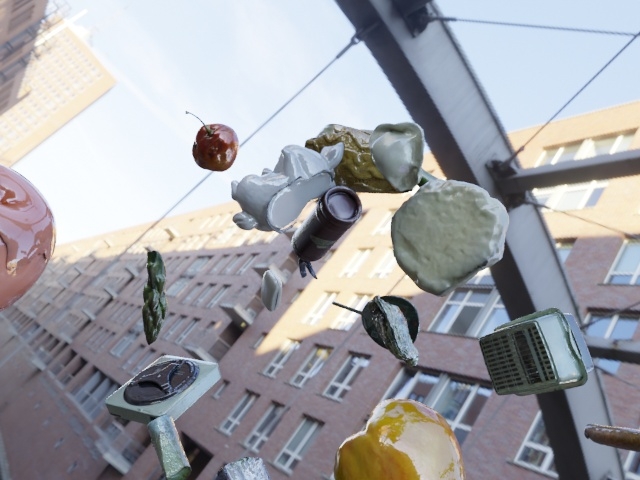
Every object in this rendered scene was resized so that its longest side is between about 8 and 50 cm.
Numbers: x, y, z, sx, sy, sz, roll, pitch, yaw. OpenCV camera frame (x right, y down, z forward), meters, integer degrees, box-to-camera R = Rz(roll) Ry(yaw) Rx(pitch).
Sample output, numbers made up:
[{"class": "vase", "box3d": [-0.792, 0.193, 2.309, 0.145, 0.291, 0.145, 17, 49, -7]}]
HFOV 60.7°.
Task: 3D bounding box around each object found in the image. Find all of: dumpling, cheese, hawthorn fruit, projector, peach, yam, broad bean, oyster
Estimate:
[{"class": "dumpling", "box3d": [0.183, -0.214, 1.266, 0.100, 0.169, 0.134, 21, -50, -30]}, {"class": "cheese", "box3d": [0.343, -0.008, 1.485, 0.318, 0.326, 0.115, 2, -10, 25]}, {"class": "hawthorn fruit", "box3d": [-0.354, -0.340, 1.757, 0.165, 0.165, 0.285, 30, -22, 20]}, {"class": "projector", "box3d": [-0.476, 0.443, 1.660, 0.257, 0.259, 0.079, 0, -67, 33]}, {"class": "peach", "box3d": [0.191, 0.522, 1.194, 0.308, 0.289, 0.289, 44, -23, 16]}, {"class": "yam", "box3d": [-0.375, 0.512, 1.348, 0.169, 0.068, 0.068, 49, -13, 42]}, {"class": "yam", "box3d": [0.648, 0.408, 1.110, 0.046, 0.046, 0.264, 43, -21, -7]}, {"class": "broad bean", "box3d": [0.432, -0.203, 2.006, 0.318, 0.098, 0.056, 17, 7, -8]}, {"class": "oyster", "box3d": [0.145, 0.179, 1.090, 0.177, 0.064, 0.125, 62, 6, -52]}]

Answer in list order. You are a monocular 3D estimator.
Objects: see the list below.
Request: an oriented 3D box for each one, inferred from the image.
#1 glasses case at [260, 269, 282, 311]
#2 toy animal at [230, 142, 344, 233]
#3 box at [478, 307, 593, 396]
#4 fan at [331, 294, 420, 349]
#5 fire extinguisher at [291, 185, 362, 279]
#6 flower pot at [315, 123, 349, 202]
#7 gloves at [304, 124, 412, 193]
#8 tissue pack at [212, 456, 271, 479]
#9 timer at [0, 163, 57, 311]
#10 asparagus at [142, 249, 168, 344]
[{"class": "glasses case", "box3d": [-0.174, 0.179, 1.935, 0.081, 0.051, 0.204, 55, -29, 25]}, {"class": "toy animal", "box3d": [-0.062, -0.131, 1.320, 0.154, 0.325, 0.208, 36, -52, 39]}, {"class": "box", "box3d": [0.612, 0.326, 1.567, 0.290, 0.166, 0.220, -40, -119, 57]}, {"class": "fan", "box3d": [0.201, 0.286, 1.850, 0.294, 0.012, 0.223, -11, -68, 30]}, {"class": "fire extinguisher", "box3d": [0.000, 0.000, 1.411, 0.138, 0.102, 0.344, 63, -31, 15]}, {"class": "flower pot", "box3d": [0.085, -0.233, 1.911, 0.307, 0.244, 0.307, 27, -4, 2]}, {"class": "gloves", "box3d": [0.100, -0.221, 1.483, 0.356, 0.203, 0.155, 8, -7, 32]}, {"class": "tissue pack", "box3d": [-0.209, 0.739, 1.320, 0.394, 0.124, 0.288, -56, -131, 39]}, {"class": "timer", "box3d": [-0.498, -0.004, 0.756, 0.229, 0.215, 0.229, 52, 13, -16]}, {"class": "asparagus", "box3d": [-0.502, 0.175, 1.663, 0.080, 0.287, 0.080, 4, -4, 0]}]
